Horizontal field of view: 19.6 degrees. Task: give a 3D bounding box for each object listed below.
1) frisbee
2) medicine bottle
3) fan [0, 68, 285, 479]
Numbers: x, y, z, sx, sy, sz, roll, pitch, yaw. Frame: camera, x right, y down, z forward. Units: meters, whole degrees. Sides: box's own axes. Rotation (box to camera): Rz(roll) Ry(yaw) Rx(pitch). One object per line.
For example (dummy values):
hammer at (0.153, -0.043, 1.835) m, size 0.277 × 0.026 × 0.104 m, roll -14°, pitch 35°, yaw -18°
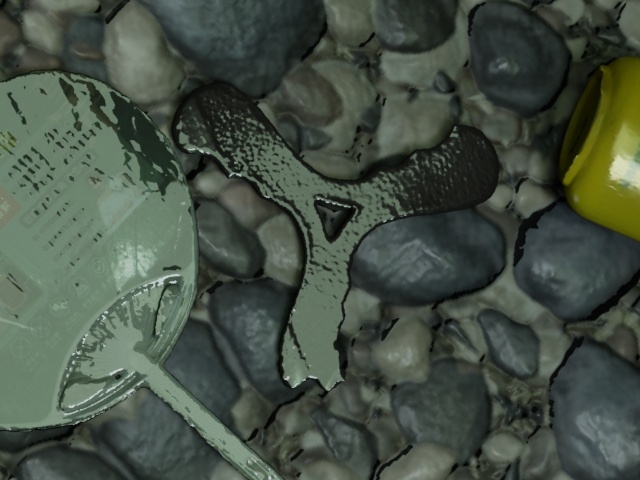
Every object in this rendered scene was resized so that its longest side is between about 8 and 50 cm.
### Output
frisbee at (0.000, 0.000, 1.143) m, size 0.211 × 0.012 × 0.187 m, roll 14°, pitch 80°, yaw -12°
medicine bottle at (0.300, -0.017, 1.188) m, size 0.309 × 0.076 × 0.111 m, roll 22°, pitch 79°, yaw -11°
fan at (-0.165, 0.049, 1.094) m, size 0.223 × 0.012 × 0.294 m, roll -18°, pitch 86°, yaw -16°
